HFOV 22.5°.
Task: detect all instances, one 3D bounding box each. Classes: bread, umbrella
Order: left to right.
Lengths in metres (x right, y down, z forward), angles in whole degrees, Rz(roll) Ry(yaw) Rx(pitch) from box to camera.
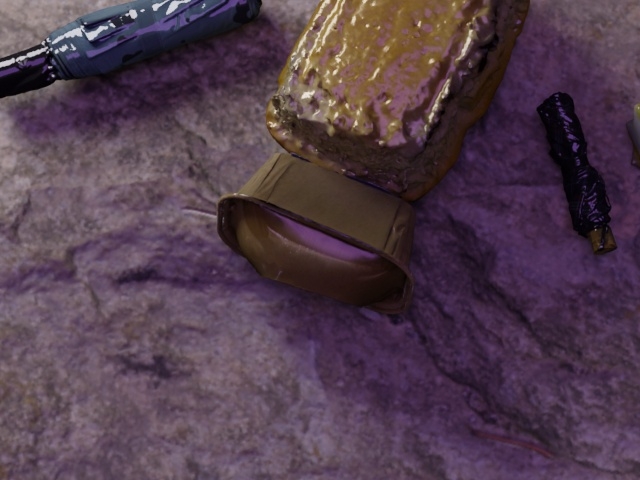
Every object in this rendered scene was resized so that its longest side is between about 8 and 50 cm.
[{"bbox_3d":[-0.173,-0.180,1.401,0.250,0.052,0.053,-18,109,-2],"label":"umbrella"},{"bbox_3d":[0.067,-0.160,1.353,0.174,0.121,0.246,25,83,15],"label":"bread"},{"bbox_3d":[0.219,-0.056,1.365,0.037,0.040,0.144,-17,74,7],"label":"umbrella"}]

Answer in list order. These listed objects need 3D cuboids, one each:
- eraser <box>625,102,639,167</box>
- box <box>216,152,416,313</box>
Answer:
[{"bbox_3d":[0.385,-0.075,1.344,0.226,0.069,0.158,-22,79,-1],"label":"eraser"},{"bbox_3d":[0.000,0.000,1.334,0.177,0.111,0.111,21,80,8],"label":"box"}]
